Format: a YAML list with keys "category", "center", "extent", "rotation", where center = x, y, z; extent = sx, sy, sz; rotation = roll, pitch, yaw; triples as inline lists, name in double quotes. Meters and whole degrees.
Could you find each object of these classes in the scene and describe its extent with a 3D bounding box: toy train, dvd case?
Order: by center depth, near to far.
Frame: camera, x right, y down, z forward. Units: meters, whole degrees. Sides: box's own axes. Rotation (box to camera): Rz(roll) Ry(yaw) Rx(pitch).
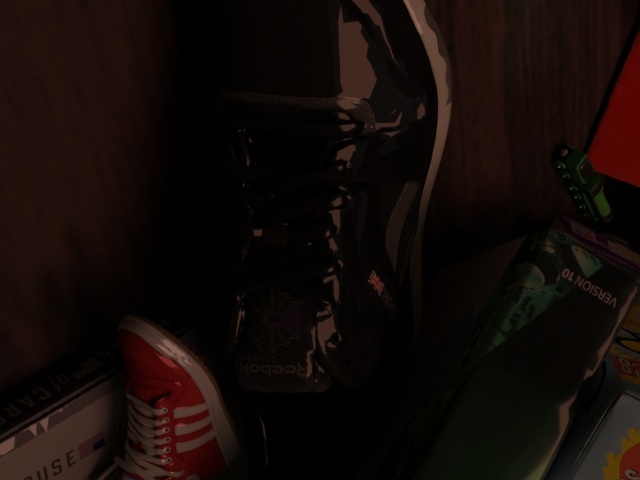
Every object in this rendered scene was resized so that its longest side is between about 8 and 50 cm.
- category: "dvd case"
  center: [-0.108, 0.157, 0.689]
  extent: [0.179, 0.029, 0.239]
  rotation: [-30, 134, -34]
- category: "toy train"
  center: [0.174, -0.036, 0.899]
  extent: [0.017, 0.023, 0.083]
  rotation: [-54, 143, -9]

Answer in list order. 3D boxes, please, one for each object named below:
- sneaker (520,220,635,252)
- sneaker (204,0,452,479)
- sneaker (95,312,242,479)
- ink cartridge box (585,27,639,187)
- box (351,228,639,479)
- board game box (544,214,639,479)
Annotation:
- category: "sneaker"
  center: [0.164, 0.092, 0.929]
  extent: [0.106, 0.078, 0.234]
  rotation: [-11, 120, -43]
- category: "sneaker"
  center: [0.000, 0.000, 0.605]
  extent: [0.124, 0.107, 0.283]
  rotation: [-72, 160, -47]
- category: "sneaker"
  center: [-0.077, 0.087, 0.617]
  extent: [0.067, 0.042, 0.118]
  rotation: [-48, 143, -21]
- category: "ink cartridge box"
  center: [0.331, -0.108, 0.848]
  extent: [0.060, 0.275, 0.239]
  rotation: [-66, 176, -77]
- category: "box"
  center: [0.027, 0.154, 0.680]
  extent: [0.322, 0.058, 0.232]
  rotation: [-62, -176, -10]
- category: "board game box"
  center: [0.165, 0.112, 0.727]
  extent: [0.144, 0.142, 0.275]
  rotation: [-62, -176, 17]
